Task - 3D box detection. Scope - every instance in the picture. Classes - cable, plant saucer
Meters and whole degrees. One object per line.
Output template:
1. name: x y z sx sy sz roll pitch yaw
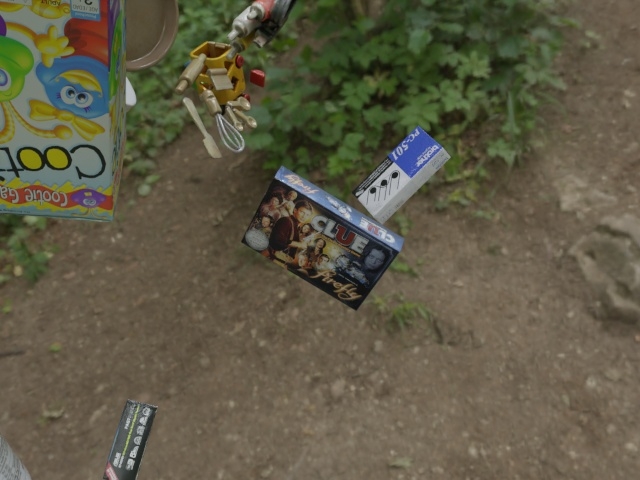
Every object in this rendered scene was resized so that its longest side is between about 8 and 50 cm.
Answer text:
1. cable: -0.074 -0.430 1.178 0.139 0.072 0.287 -40 20 49
2. plant saucer: -0.458 -0.537 1.568 0.041 0.278 0.277 13 32 43

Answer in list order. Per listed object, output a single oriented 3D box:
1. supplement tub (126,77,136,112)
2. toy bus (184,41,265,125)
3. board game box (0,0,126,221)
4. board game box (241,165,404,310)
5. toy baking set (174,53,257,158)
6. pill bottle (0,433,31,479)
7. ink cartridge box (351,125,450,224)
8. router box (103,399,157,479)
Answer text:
1. supplement tub: -0.547 -0.275 1.411 0.272 0.191 0.191 -33 15 12
2. toy bus: -0.239 -0.360 1.573 0.191 0.202 0.104 -35 12 48
3. board game box: -0.263 -0.164 0.641 0.141 0.275 0.144 5 49 -13
4. board game box: 0.000 0.000 1.164 0.243 0.165 0.042 30 38 -1
5. toy baking set: -0.216 -0.284 1.406 0.030 0.197 0.256 -33 22 34
6. pill bottle: -0.447 0.289 0.794 0.160 0.283 0.160 -14 29 8
7. ink cartridge box: 0.172 -0.142 1.459 0.207 0.046 0.097 -44 49 8
8. router box: -0.235 0.247 0.826 0.038 0.092 0.122 18 -20 -12
